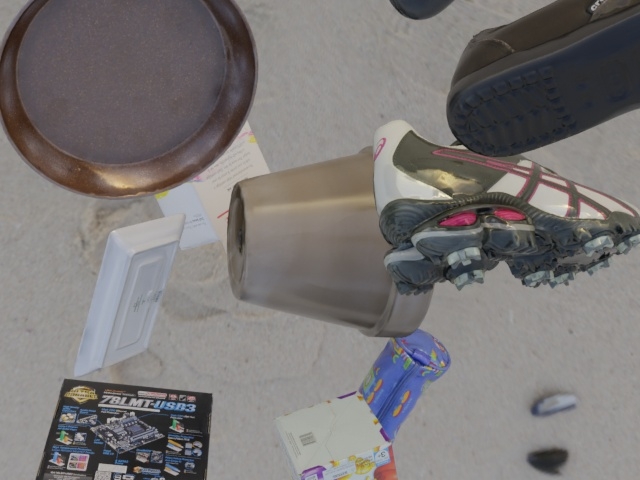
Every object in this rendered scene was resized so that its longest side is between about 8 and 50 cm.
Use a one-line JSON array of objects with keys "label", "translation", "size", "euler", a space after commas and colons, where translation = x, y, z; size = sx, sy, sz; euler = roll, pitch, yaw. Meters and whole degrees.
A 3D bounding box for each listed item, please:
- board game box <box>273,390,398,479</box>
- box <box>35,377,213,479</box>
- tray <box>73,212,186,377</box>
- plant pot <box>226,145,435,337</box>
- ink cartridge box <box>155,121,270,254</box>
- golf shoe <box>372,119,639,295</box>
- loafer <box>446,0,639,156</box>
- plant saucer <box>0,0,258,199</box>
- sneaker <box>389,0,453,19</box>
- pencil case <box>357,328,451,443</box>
[{"label": "board game box", "translation": [0.039, 0.395, 1.268], "size": [0.142, 0.144, 0.275], "euler": [-16, 116, -11]}, {"label": "box", "translation": [-0.352, 0.391, 1.531], "size": [0.296, 0.293, 0.073], "euler": [8, 123, -10]}, {"label": "tray", "translation": [-0.277, 0.088, 1.244], "size": [0.030, 0.145, 0.270], "euler": [36, 121, 24]}, {"label": "plant pot", "translation": [0.000, 0.000, 1.356], "size": [0.280, 0.323, 0.323], "euler": [1, 113, -15]}, {"label": "ink cartridge box", "translation": [-0.209, -0.122, 1.576], "size": [0.119, 0.207, 0.353], "euler": [-12, 108, 40]}, {"label": "golf shoe", "translation": [0.155, -0.030, 0.634], "size": [0.273, 0.120, 0.105], "euler": [3, 151, -39]}, {"label": "loafer", "translation": [0.167, -0.116, 0.433], "size": [0.220, 0.078, 0.080], "euler": [-15, 141, 14]}, {"label": "plant saucer", "translation": [-0.123, -0.104, 0.540], "size": [0.168, 0.029, 0.168], "euler": [-15, 130, -18]}, {"label": "sneaker", "translation": [0.196, -0.372, 0.910], "size": [0.122, 0.146, 0.330], "euler": [27, 114, -29]}, {"label": "pencil case", "translation": [0.113, 0.300, 1.507], "size": [0.119, 0.133, 0.306], "euler": [28, 107, -5]}]
